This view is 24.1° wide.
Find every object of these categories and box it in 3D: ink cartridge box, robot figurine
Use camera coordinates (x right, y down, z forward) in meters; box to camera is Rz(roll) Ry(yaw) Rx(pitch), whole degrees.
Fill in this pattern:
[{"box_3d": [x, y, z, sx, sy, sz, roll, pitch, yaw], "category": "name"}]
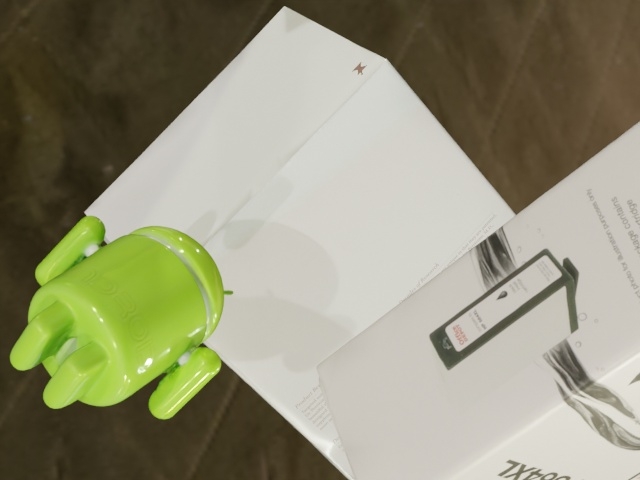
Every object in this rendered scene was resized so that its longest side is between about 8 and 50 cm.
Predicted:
[{"box_3d": [0.124, 0.047, 0.625, 0.148, 0.203, 0.086, 18, 41, -45], "category": "ink cartridge box"}, {"box_3d": [-0.093, 0.035, 0.723, 0.101, 0.067, 0.115, 46, 46, 9], "category": "robot figurine"}]

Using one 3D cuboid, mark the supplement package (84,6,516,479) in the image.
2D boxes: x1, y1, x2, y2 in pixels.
[{"box_3d": [0.000, 0.000, 0.959, 0.194, 0.149, 0.203, -45, 123, -3], "category": "supplement package"}]
